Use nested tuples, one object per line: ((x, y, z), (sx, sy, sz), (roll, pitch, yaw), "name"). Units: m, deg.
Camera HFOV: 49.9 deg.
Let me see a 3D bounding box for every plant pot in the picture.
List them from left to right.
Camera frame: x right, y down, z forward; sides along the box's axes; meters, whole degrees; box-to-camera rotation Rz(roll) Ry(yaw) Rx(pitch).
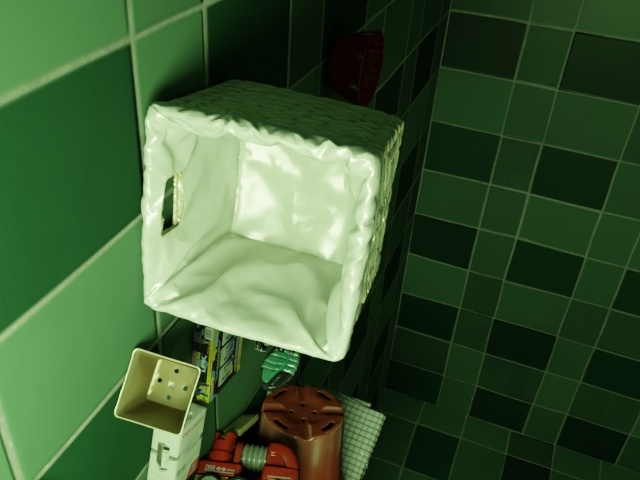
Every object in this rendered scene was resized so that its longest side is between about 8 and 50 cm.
((-0.247, 0.234, 1.094), (0.096, 0.109, 0.109), (64, 43, -86), "plant pot")
((-0.056, 0.522, 1.710), (0.272, 0.272, 0.265), (-46, 147, -60), "plant pot")

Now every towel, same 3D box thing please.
((0.030, 0.571, 2.039), (0.121, 0.284, 0.235), (76, 34, -63), "towel")

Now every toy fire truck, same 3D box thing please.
((-0.147, 0.474, 1.503), (0.158, 0.217, 0.246), (88, 8, -53), "toy fire truck")

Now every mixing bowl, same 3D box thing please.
((0.074, -0.402, 1.584), (0.181, 0.098, 0.181), (16, 90, -74), "mixing bowl")

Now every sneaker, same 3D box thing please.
((-0.090, 0.312, 1.753), (0.223, 0.083, 0.098), (-60, 164, -45), "sneaker")

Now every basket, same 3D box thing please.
((-0.060, -0.049, 1.038), (0.266, 0.331, 0.328), (-51, 153, -59), "basket")

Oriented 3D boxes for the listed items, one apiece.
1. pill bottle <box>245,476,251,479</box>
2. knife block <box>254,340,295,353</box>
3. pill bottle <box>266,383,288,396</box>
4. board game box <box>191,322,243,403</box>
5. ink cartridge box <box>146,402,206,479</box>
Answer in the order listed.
((-0.208, 0.631, 1.537), (0.219, 0.123, 0.122), (-70, 171, -71), "pill bottle")
((-0.072, 0.121, 1.577), (0.242, 0.088, 0.275), (-54, -156, 30), "knife block")
((-0.105, 0.415, 1.815), (0.120, 0.067, 0.067), (80, 29, -57), "pill bottle")
((-0.197, 0.203, 1.328), (0.141, 0.048, 0.170), (-46, 148, -64), "board game box")
((-0.261, 0.373, 1.251), (0.099, 0.056, 0.135), (-35, 138, -67), "ink cartridge box")
